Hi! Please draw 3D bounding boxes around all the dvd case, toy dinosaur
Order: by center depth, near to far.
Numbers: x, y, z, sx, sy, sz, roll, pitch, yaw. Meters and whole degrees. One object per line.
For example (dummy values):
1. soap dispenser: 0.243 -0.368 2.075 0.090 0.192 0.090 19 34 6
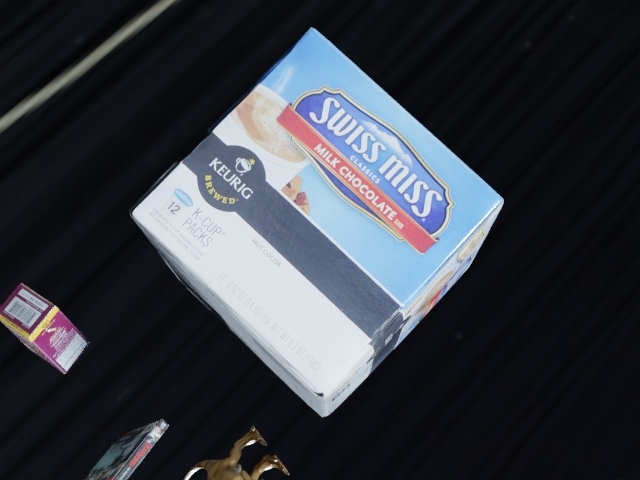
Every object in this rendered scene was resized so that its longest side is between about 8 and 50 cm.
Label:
1. dvd case: -0.205 0.226 1.395 0.013 0.119 0.087 48 140 -14
2. toy dinosaur: -0.103 0.258 1.583 0.064 0.112 0.211 55 174 -21

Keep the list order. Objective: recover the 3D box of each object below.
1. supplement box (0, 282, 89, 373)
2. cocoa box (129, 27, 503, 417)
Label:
1. supplement box: -0.274 0.087 1.414 0.055 0.043 0.083 29 162 29
2. cocoa box: 0.000 0.000 1.331 0.231 0.228 0.347 43 173 8
